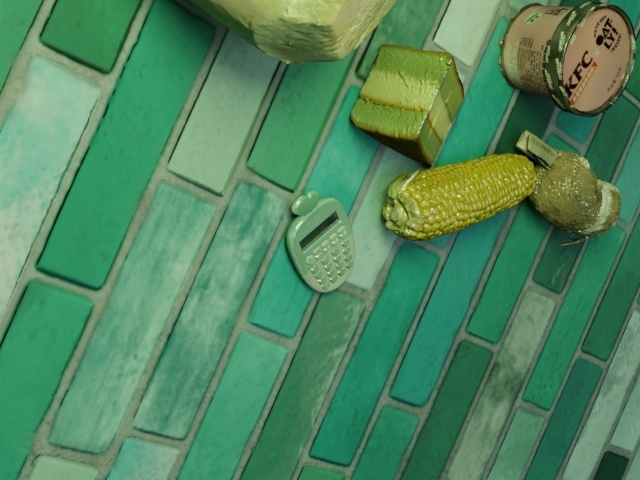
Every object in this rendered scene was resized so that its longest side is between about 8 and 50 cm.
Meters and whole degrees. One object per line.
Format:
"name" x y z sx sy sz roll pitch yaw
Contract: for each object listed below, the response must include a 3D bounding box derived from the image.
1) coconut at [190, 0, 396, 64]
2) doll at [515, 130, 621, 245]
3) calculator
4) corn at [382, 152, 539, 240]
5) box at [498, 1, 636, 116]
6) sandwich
"coconut" -0.037 -0.316 1.154 0.239 0.244 0.239 -51 170 -13
"doll" 0.360 -0.075 1.662 0.115 0.105 0.221 -53 134 -5
"calculator" 0.000 0.000 1.435 0.095 0.021 0.153 -41 128 -23
"corn" 0.190 -0.062 1.531 0.260 0.091 0.091 -17 73 -36
"box" 0.330 -0.254 1.555 0.151 0.135 0.151 -14 114 -33
"sandwich" 0.148 -0.154 1.426 0.187 0.144 0.117 24 91 -43
